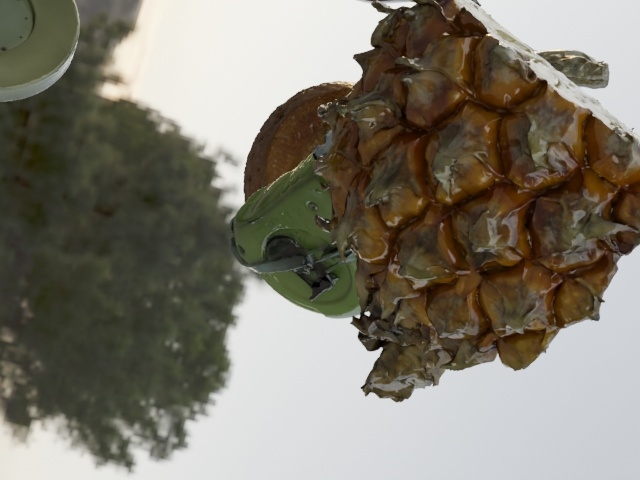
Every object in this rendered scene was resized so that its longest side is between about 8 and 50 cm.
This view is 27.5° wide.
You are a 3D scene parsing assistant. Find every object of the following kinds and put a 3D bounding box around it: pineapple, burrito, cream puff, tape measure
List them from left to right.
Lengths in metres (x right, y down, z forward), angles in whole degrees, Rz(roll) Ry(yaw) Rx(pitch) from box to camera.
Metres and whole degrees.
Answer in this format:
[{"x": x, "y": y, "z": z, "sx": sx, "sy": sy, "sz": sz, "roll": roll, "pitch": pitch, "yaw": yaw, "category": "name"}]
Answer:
[{"x": 0.000, "y": 0.000, "z": 1.175, "sx": 0.177, "sy": 0.154, "sz": 0.087, "roll": -28, "pitch": -158, "yaw": 50, "category": "tape measure"}, {"x": 0.040, "y": -0.068, "z": 1.773, "sx": 0.212, "sy": 0.303, "sz": 0.303, "roll": 92, "pitch": 12, "yaw": -82, "category": "cream puff"}, {"x": 0.056, "y": -0.032, "z": 0.928, "sx": 0.286, "sy": 0.209, "sz": 0.344, "roll": -53, "pitch": -161, "yaw": 12, "category": "pineapple"}, {"x": 0.260, "y": -0.211, "z": 1.664, "sx": 0.229, "sy": 0.058, "sz": 0.063, "roll": -4, "pitch": -155, "yaw": 33, "category": "burrito"}]

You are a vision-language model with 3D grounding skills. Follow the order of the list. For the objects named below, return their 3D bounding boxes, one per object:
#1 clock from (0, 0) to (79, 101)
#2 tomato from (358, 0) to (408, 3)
[{"x": -0.393, "y": -0.258, "z": 1.495, "sx": 0.029, "sy": 0.235, "sz": 0.235, "roll": 127, "pitch": -26, "yaw": -50, "category": "clock"}, {"x": 0.081, "y": -0.434, "z": 1.564, "sx": 0.321, "sy": 0.321, "sz": 0.322, "roll": -163, "pitch": -90, "yaw": -73, "category": "tomato"}]
